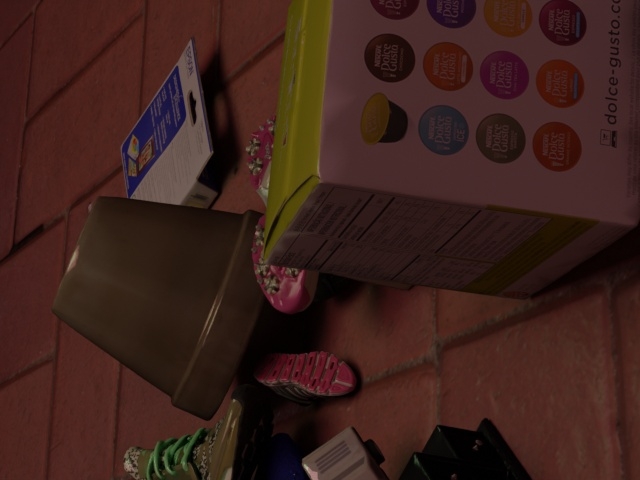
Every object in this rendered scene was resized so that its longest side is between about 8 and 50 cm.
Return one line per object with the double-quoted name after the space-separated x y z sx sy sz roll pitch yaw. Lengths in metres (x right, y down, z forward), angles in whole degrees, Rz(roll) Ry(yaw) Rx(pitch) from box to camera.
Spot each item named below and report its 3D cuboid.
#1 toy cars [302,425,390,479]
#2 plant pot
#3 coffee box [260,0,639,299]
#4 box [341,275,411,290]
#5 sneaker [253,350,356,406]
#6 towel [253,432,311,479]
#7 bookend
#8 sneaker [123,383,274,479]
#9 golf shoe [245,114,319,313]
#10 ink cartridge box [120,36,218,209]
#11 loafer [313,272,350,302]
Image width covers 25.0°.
0.040 0.419 1.745 0.087 0.176 0.393 49 -134 -71 "toy cars"
-0.235 0.068 2.155 0.323 0.280 0.323 -157 90 -83 "plant pot"
0.133 -0.151 1.572 0.338 0.334 0.337 128 149 -72 "coffee box"
0.085 -0.074 1.925 0.148 0.127 0.232 -47 41 41 "box"
-0.011 0.199 2.045 0.170 0.075 0.063 1 59 37 "sneaker"
-0.024 0.439 1.959 0.308 0.076 0.227 56 132 52 "towel"
0.148 0.266 1.645 0.072 0.156 0.157 -64 31 21 "bookend"
-0.203 0.344 2.092 0.410 0.182 0.158 -64 -4 37 "sneaker"
-0.020 -0.031 2.001 0.115 0.140 0.306 -28 52 36 "golf shoe"
-0.258 -0.155 2.607 0.307 0.072 0.303 -49 39 35 "ink cartridge box"
0.000 0.000 2.107 0.078 0.076 0.223 -25 40 10 "loafer"
